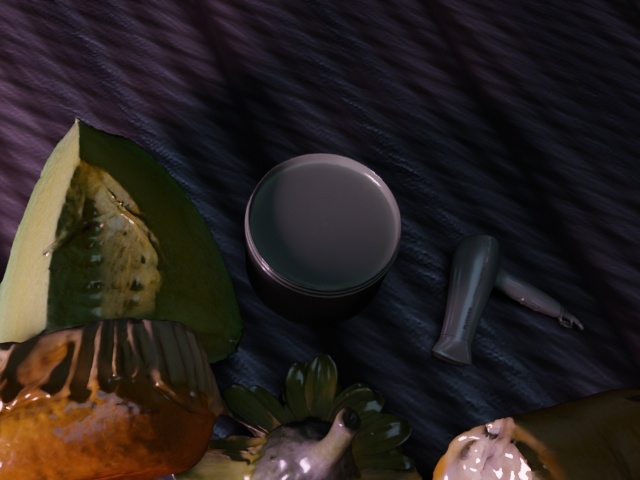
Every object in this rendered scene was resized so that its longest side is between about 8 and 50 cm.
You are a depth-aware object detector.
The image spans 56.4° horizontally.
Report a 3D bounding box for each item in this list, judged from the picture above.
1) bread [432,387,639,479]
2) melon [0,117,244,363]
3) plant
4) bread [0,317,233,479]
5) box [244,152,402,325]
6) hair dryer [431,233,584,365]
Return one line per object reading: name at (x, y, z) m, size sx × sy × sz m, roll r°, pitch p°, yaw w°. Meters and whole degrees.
bread at (0.341, 0.368, 0.674) m, size 0.395 × 0.250 × 0.361 m, roll 1°, pitch 46°, yaw -38°
melon at (-0.294, 0.010, 0.838) m, size 0.332 × 0.226 × 0.343 m, roll -11°, pitch 54°, yaw 0°
plant at (0.004, 0.301, 0.744) m, size 0.306 × 0.297 × 0.261 m, roll -35°, pitch 103°, yaw -36°
bread at (-0.310, 0.217, 0.675) m, size 0.389 × 0.236 × 0.183 m, roll -23°, pitch 49°, yaw 8°
box at (0.000, 0.000, 0.902) m, size 0.226 × 0.149 × 0.226 m, roll 3°, pitch 65°, yaw -6°
hair dryer at (0.305, 0.118, 0.938) m, size 0.237 × 0.075 × 0.206 m, roll 19°, pitch 71°, yaw -6°
